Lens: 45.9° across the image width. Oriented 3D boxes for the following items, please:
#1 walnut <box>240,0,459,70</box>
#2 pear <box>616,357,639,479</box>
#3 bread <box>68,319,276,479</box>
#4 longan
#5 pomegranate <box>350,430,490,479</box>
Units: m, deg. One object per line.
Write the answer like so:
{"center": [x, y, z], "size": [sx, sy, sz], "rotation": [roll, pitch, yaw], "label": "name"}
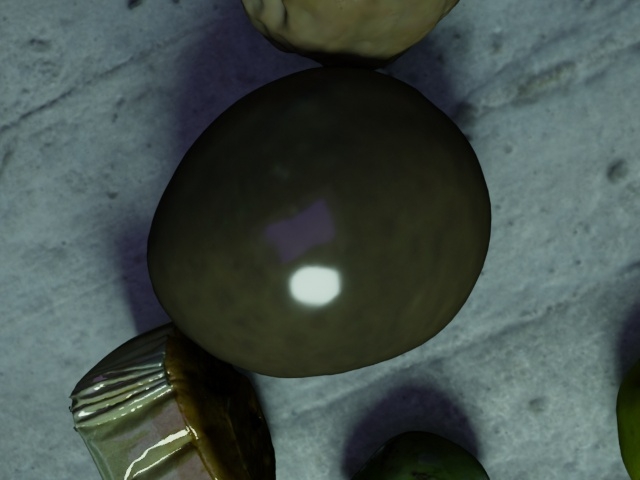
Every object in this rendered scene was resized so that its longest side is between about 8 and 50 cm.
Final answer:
{"center": [0.023, -0.275, 0.616], "size": [0.227, 0.273, 0.273], "rotation": [35, 99, -20], "label": "walnut"}
{"center": [0.364, 0.176, 0.642], "size": [0.216, 0.166, 0.180], "rotation": [32, 138, 2], "label": "pear"}
{"center": [-0.117, 0.170, 0.694], "size": [0.109, 0.210, 0.192], "rotation": [-25, 90, 5], "label": "bread"}
{"center": [0.000, 0.000, 0.651], "size": [0.300, 0.243, 0.300], "rotation": [1, 133, 1], "label": "longan"}
{"center": [0.113, 0.276, 0.709], "size": [0.191, 0.131, 0.152], "rotation": [40, 96, -4], "label": "pomegranate"}
